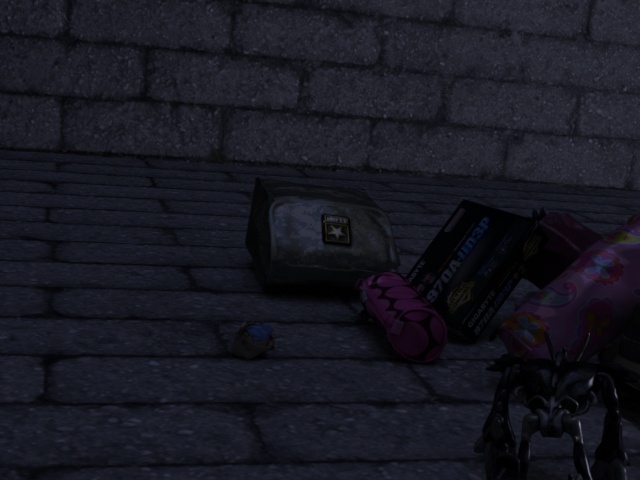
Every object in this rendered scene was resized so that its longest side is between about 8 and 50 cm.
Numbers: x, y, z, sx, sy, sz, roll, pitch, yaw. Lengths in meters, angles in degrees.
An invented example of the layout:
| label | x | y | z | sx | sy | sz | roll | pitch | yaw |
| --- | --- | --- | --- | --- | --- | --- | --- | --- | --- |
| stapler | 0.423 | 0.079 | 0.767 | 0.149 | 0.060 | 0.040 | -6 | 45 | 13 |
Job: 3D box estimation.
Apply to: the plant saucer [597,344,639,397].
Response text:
| label | x | y | z | sx | sy | sz | roll | pitch | yaw |
| --- | --- | --- | --- | --- | --- | --- | --- | --- | --- |
| plant saucer | 0.494 | 0.196 | 1.393 | 0.199 | 0.036 | 0.198 | 6 | 12 | -1 |

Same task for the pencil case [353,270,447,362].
| label | x | y | z | sx | sy | sz | roll | pitch | yaw |
| --- | --- | --- | --- | --- | --- | --- | --- | --- | --- |
| pencil case | 0.118 | 0.112 | 1.482 | 0.098 | 0.095 | 0.209 | 32 | 4 | -18 |

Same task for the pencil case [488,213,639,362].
| label | x | y | z | sx | sy | sz | roll | pitch | yaw |
| --- | --- | --- | --- | --- | --- | --- | --- | --- | --- |
| pencil case | 0.375 | 0.086 | 1.351 | 0.284 | 0.124 | 0.124 | -39 | 25 | -9 |

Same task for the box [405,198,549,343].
| label | x | y | z | sx | sy | sz | roll | pitch | yaw |
| --- | --- | --- | --- | --- | --- | --- | --- | --- | --- |
| box | 0.242 | 0.046 | 1.594 | 0.175 | 0.220 | 0.051 | 23 | -19 | 52 |

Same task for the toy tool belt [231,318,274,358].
| label | x | y | z | sx | sy | sz | roll | pitch | yaw |
| --- | --- | --- | --- | --- | --- | --- | --- | --- | --- |
| toy tool belt | -0.089 | 0.133 | 1.371 | 0.052 | 0.051 | 0.083 | 13 | 14 | 29 |

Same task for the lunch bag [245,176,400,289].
| label | x | y | z | sx | sy | sz | roll | pitch | yaw |
| --- | --- | --- | --- | --- | --- | --- | --- | --- | --- |
| lunch bag | 0.000 | 0.000 | 1.776 | 0.235 | 0.168 | 0.287 | 6 | 19 | -15 |

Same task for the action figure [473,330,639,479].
| label | x | y | z | sx | sy | sz | roll | pitch | yaw |
| --- | --- | --- | --- | --- | --- | --- | --- | --- | --- |
| action figure | 0.237 | 0.205 | 1.003 | 0.164 | 0.140 | 0.275 | 8 | 28 | 17 |

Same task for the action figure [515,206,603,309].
| label | x | y | z | sx | sy | sz | roll | pitch | yaw |
| --- | --- | --- | --- | --- | --- | --- | --- | --- | --- |
| action figure | 0.485 | 0.099 | 1.597 | 0.248 | 0.275 | 0.370 | -13 | 41 | -43 |

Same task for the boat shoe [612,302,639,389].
| label | x | y | z | sx | sy | sz | roll | pitch | yaw |
| --- | --- | --- | --- | --- | --- | --- | --- | --- | --- |
| boat shoe | 0.552 | 0.131 | 1.327 | 0.356 | 0.130 | 0.132 | -2 | 15 | -33 |
